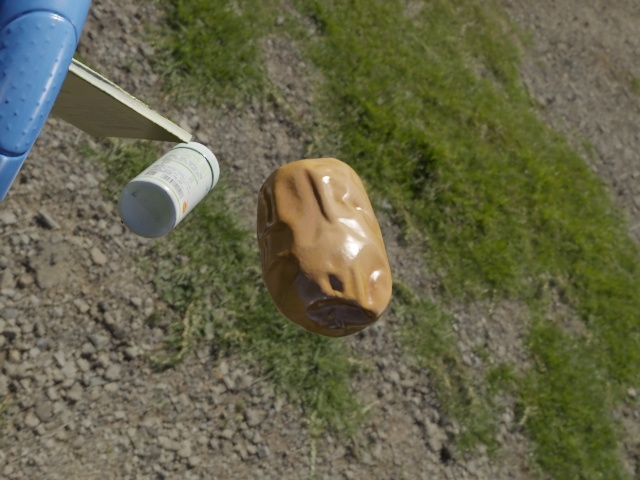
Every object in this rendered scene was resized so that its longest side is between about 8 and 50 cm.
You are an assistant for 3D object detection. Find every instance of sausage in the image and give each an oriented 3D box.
[{"bbox_3d":[0.001,0.000,0.914,0.136,0.120,0.241,23,36,-26],"label":"sausage"}]

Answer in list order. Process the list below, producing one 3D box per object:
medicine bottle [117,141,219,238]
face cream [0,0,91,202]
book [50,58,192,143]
[{"bbox_3d":[-0.208,-0.074,1.137,0.086,0.086,0.183,49,23,-9],"label":"medicine bottle"},{"bbox_3d":[-0.257,-0.098,0.601,0.083,0.149,0.264,27,84,-48],"label":"face cream"},{"bbox_3d":[-0.250,-0.144,0.816,0.192,0.168,0.013,32,72,-50],"label":"book"}]
